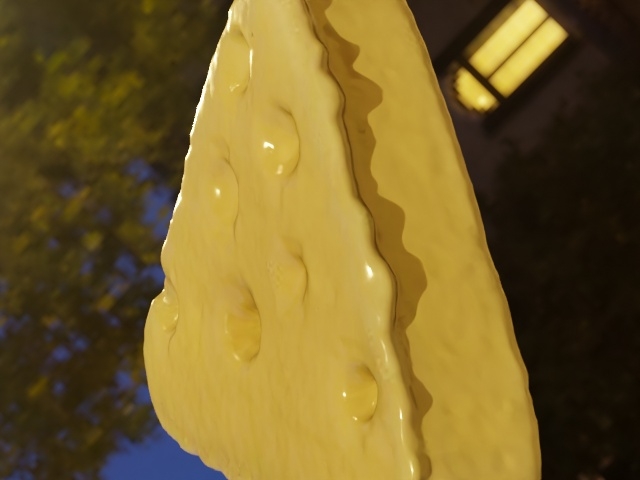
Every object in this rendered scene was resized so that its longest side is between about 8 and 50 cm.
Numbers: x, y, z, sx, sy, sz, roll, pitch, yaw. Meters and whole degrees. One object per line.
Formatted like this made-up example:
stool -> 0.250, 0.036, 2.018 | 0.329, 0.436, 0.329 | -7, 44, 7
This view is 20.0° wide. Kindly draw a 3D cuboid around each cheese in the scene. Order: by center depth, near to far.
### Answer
cheese -> 0.000, 0.000, 1.180 | 0.104, 0.384, 0.384 | -6, -134, -28
